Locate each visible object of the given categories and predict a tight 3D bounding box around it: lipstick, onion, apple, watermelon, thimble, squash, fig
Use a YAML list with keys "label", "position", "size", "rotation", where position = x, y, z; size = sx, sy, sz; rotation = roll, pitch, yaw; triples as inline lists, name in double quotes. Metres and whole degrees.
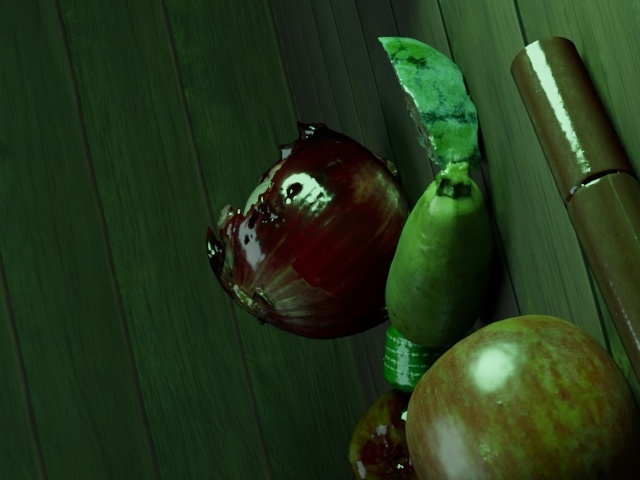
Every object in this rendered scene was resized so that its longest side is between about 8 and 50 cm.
- label: "lipstick"
  position: [0.210, 0.009, 0.847]
  size: [0.057, 0.057, 0.357]
  rotation: [85, 170, -59]
- label: "onion"
  position: [-0.004, 0.004, 1.880]
  size: [0.341, 0.341, 0.341]
  rotation: [167, 90, -85]
- label: "apple"
  position: [0.167, 0.161, 1.001]
  size: [0.188, 0.188, 0.174]
  rotation: [86, 159, -62]
- label: "watermelon"
  position: [0.130, -0.142, 1.363]
  size: [0.139, 0.071, 0.187]
  rotation: [71, 176, -67]
- label: "thimble"
  position: [0.141, 0.152, 1.658]
  size: [0.130, 0.118, 0.090]
  rotation: [-165, 74, -64]
- label: "squash"
  position: [0.140, 0.026, 1.397]
  size: [0.370, 0.118, 0.118]
  rotation: [97, 160, -65]
- label: "fig"
  position: [0.139, 0.260, 1.752]
  size: [0.290, 0.190, 0.191]
  rotation: [-79, -19, -62]
